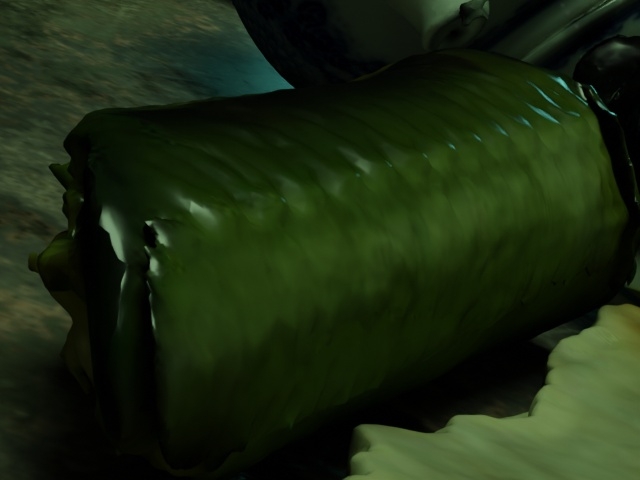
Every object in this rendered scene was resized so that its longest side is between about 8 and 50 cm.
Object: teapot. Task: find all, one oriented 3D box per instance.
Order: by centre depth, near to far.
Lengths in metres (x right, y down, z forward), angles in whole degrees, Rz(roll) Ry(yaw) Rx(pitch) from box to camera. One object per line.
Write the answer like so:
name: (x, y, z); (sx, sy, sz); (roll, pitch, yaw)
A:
teapot: (0.088, -0.147, 0.998); (0.280, 0.252, 0.424); (56, 18, 5)

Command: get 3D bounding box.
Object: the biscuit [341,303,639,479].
biscuit: (0.118, 0.092, 0.547); (0.205, 0.040, 0.309); (25, 17, 20)

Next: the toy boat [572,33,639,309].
toy boat: (0.173, -0.020, 0.775); (0.141, 0.140, 0.269); (14, 3, -19)

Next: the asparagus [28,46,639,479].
asparagus: (0.000, 0.000, 0.599); (0.128, 0.108, 0.382); (25, 18, 21)
